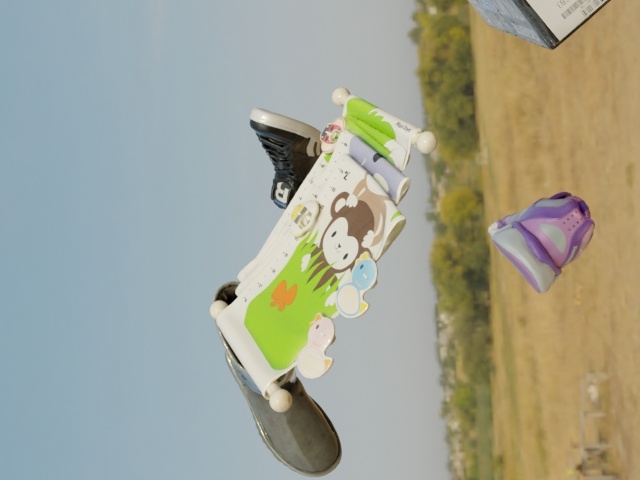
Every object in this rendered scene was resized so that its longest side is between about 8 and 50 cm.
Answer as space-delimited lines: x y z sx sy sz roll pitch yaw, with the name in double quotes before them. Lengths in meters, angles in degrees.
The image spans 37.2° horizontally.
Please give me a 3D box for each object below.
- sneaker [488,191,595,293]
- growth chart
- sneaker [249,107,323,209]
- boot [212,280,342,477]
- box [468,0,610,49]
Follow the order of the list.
"sneaker" 0.254 -0.007 1.065 0.095 0.104 0.236 47 -172 3
"growth chart" 0.000 0.000 0.717 0.237 0.021 0.172 -59 34 0
"sneaker" -0.044 -0.104 1.317 0.217 0.079 0.121 15 -83 -64
"boot" -0.037 0.137 0.896 0.190 0.076 0.208 50 161 8
"box" 0.277 -0.309 0.880 0.073 0.293 0.295 49 -171 -13
